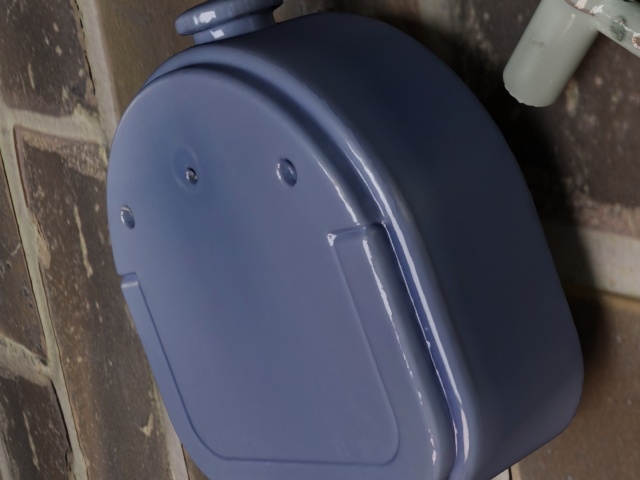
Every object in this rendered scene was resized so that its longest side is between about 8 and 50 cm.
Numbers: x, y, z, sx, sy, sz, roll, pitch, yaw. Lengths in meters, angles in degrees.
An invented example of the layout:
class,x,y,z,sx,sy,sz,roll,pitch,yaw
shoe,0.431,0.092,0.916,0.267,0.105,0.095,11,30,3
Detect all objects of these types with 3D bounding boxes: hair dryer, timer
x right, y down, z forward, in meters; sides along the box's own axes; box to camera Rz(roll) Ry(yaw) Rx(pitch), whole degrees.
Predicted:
class,x,y,z,sx,sy,sz,roll,pitch,yaw
hair dryer,0.199,-0.095,0.789,0.183,0.044,0.155,50,144,19
timer,0.000,0.000,0.988,0.395,0.173,0.395,32,133,42
